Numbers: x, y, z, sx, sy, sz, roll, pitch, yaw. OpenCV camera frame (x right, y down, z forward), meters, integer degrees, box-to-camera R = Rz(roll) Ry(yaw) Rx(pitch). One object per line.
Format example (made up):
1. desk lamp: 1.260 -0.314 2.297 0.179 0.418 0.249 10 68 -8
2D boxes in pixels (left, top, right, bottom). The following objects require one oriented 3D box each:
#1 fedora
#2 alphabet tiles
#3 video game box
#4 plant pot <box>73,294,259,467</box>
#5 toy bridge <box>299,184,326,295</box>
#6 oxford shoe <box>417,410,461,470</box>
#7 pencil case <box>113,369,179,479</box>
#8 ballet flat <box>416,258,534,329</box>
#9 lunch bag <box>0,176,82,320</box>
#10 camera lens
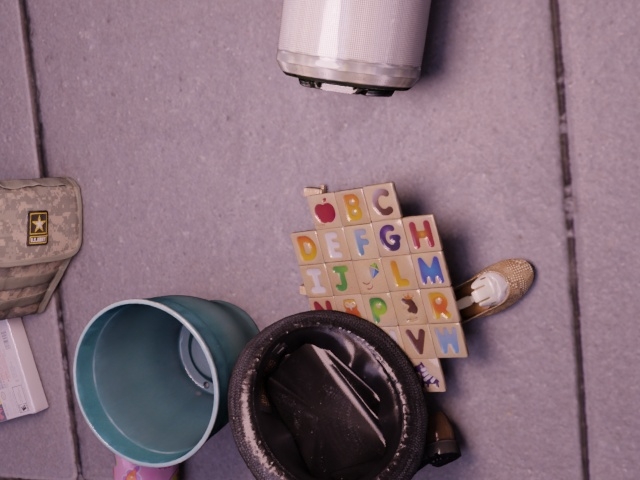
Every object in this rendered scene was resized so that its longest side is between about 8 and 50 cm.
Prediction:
1. fedora: 0.010 0.282 1.639 0.334 0.152 0.334 0 66 -1
2. alphabet tiles: 0.088 0.082 1.635 0.285 0.011 0.342 -6 103 40
3. video game box: -0.655 0.265 2.081 0.187 0.048 0.205 -17 89 26
4. plant pot: -0.227 0.212 1.738 0.272 0.255 0.271 3 98 24
5. toy bridge: 0.000 0.000 1.722 0.063 0.026 0.188 7 101 23
6. oxford shoe: 0.128 0.338 1.692 0.227 0.083 0.096 -28 59 31
7. pencil case: -0.325 0.359 1.893 0.124 0.124 0.284 -2 96 27
8. ballet flat: 0.234 0.093 1.594 0.206 0.067 0.073 -33 82 27
9. lunch bag: -0.580 0.007 1.898 0.169 0.235 0.287 43 114 21
10. camera lens: 0.055 -0.359 1.531 0.219 0.219 0.274 13 103 25
